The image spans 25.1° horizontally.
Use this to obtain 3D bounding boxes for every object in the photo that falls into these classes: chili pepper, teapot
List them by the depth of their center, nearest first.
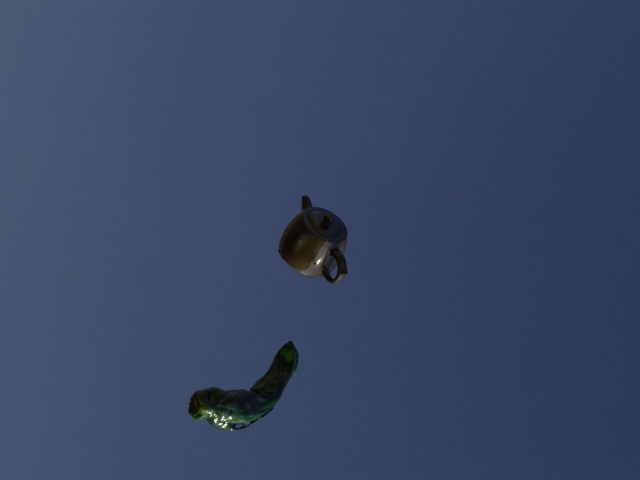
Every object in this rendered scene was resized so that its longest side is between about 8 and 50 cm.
[{"bbox_3d":[0.000,0.000,1.697,0.068,0.076,0.121,-58,-133,35],"label":"teapot"},{"bbox_3d":[-0.090,0.197,1.868,0.050,0.182,0.073,-26,-89,48],"label":"chili pepper"}]
